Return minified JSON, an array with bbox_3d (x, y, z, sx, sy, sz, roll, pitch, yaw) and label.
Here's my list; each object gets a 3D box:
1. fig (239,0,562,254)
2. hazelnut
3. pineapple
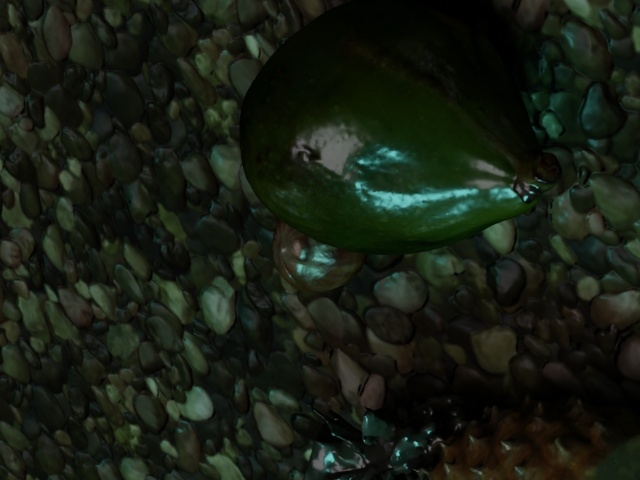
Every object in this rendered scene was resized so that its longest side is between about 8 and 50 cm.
[{"bbox_3d":[0.062,-0.064,1.232,0.245,0.195,0.195,34,132,35],"label":"fig"},{"bbox_3d":[0.000,0.000,1.409,0.086,0.086,0.086,20,125,32],"label":"hazelnut"},{"bbox_3d":[0.113,0.184,1.377,0.340,0.169,0.169,7,117,47],"label":"pineapple"}]
